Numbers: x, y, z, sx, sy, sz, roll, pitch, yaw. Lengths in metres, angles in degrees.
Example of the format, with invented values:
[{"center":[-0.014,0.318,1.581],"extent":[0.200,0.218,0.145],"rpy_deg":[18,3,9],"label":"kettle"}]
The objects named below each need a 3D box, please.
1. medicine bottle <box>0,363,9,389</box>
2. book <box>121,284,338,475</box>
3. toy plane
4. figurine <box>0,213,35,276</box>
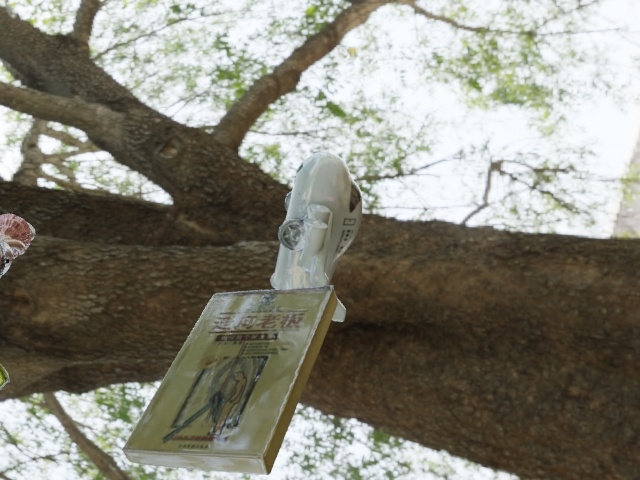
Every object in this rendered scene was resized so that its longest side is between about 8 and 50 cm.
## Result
[{"center":[-0.509,0.192,0.872],"extent":[0.137,0.141,0.250],"rpy_deg":[62,-172,-14],"label":"medicine bottle"},{"center":[-0.084,0.134,0.754],"extent":[0.231,0.161,0.026],"rpy_deg":[-65,-37,-48],"label":"book"},{"center":[-0.006,-0.001,1.088],"extent":[0.267,0.122,0.267],"rpy_deg":[-172,90,-88],"label":"toy plane"},{"center":[-0.318,0.012,0.687],"extent":[0.054,0.072,0.129],"rpy_deg":[47,-169,-17],"label":"figurine"}]
